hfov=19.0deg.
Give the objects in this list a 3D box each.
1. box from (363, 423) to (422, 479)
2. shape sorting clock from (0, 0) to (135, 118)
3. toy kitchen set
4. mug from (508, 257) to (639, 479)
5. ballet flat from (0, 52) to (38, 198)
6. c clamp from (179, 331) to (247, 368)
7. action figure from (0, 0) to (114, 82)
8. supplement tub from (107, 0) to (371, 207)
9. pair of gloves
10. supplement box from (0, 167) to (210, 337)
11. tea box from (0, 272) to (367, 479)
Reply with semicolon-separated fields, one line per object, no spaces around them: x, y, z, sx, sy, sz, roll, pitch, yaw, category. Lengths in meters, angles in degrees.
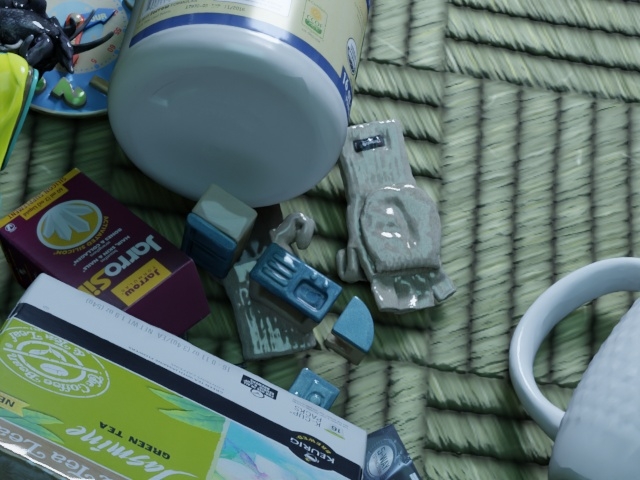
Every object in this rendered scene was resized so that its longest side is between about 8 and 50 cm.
0.057;0.226;1.823;0.067;0.018;0.083;-21;73;-19;box
-0.250;-0.217;1.931;0.206;0.040;0.206;5;66;-11;shape sorting clock
-0.065;0.082;1.772;0.207;0.122;0.166;33;72;3;toy kitchen set
0.348;0.145;1.809;0.328;0.276;0.374;-43;52;-17;mug
-0.321;-0.062;1.744;0.077;0.077;0.231;13;94;-22;ballet flat
-0.158;0.066;1.845;0.137;0.022;0.161;-13;72;-12;c clamp
-0.343;-0.180;1.825;0.275;0.141;0.164;2;39;-34;action figure
-0.068;-0.215;1.847;0.228;0.228;0.316;15;51;-6;supplement tub
0.000;0.000;1.892;0.240;0.042;0.204;-19;77;-13;pair of gloves
-0.204;0.027;1.772;0.104;0.081;0.188;-38;51;-21;supplement box
-0.159;0.235;1.556;0.329;0.220;0.323;26;20;-5;tea box
